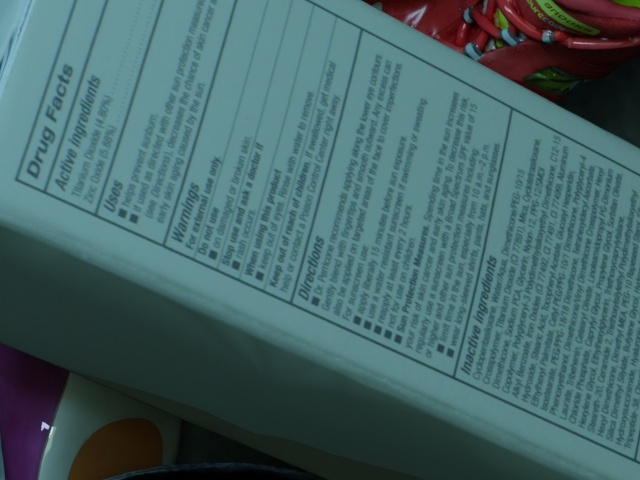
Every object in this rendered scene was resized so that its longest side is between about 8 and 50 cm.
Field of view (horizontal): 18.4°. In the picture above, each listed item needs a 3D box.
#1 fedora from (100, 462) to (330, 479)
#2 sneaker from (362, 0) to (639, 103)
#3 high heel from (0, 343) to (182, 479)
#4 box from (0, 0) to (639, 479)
[{"bbox_3d":[-0.030,0.251,0.734,0.334,0.152,0.334,1,85,-15],"label":"fedora"},{"bbox_3d":[0.090,-0.105,0.819,0.279,0.118,0.107,-29,91,16],"label":"sneaker"},{"bbox_3d":[-0.127,0.042,0.848,0.117,0.082,0.244,6,100,40],"label":"high heel"},{"bbox_3d":[0.000,0.000,0.753,0.311,0.121,0.148,27,63,-21],"label":"box"}]
